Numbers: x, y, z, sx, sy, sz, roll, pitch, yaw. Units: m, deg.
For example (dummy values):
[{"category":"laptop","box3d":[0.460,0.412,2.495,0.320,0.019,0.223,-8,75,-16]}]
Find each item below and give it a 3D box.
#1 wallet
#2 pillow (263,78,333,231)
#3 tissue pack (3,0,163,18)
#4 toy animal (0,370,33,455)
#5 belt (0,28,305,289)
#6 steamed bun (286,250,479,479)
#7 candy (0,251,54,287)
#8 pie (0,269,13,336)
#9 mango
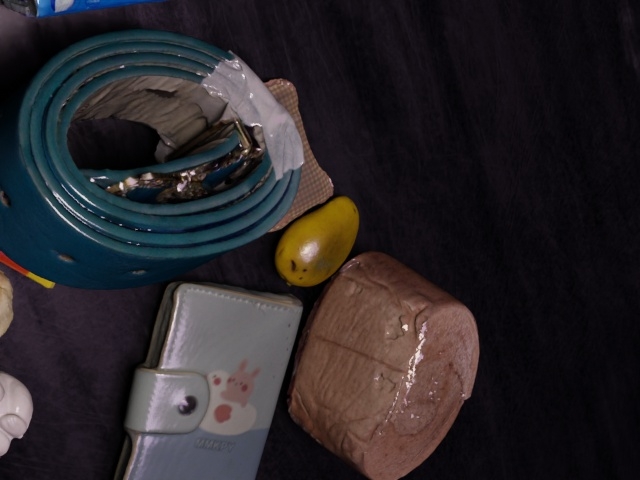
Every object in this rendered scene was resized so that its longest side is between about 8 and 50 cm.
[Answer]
[{"category":"wallet","box3d":[-0.166,0.237,1.940,0.252,0.083,0.360,12,95,-39]},{"category":"pillow","box3d":[-0.065,-0.124,1.933,0.135,0.034,0.211,-31,115,-20]},{"category":"tissue pack","box3d":[-0.265,-0.395,1.672,0.263,0.146,0.198,-14,111,-29]},{"category":"toy animal","box3d":[-0.463,0.178,1.691,0.127,0.178,0.193,-42,122,-6]},{"category":"belt","box3d":[-0.223,-0.104,1.687,0.437,0.173,0.300,-13,81,-48]},{"category":"steamed bun","box3d":[0.107,0.189,1.993,0.199,0.251,0.301,18,98,-42]},{"category":"candy","box3d":[-0.427,-0.066,1.695,0.276,0.088,0.146,32,84,-33]},{"category":"pie","box3d":[-0.474,0.050,1.645,0.185,0.218,0.052,-42,161,-54]},{"category":"mango","box3d":[0.000,0.000,1.981,0.161,0.076,0.103,-47,128,-22]}]
